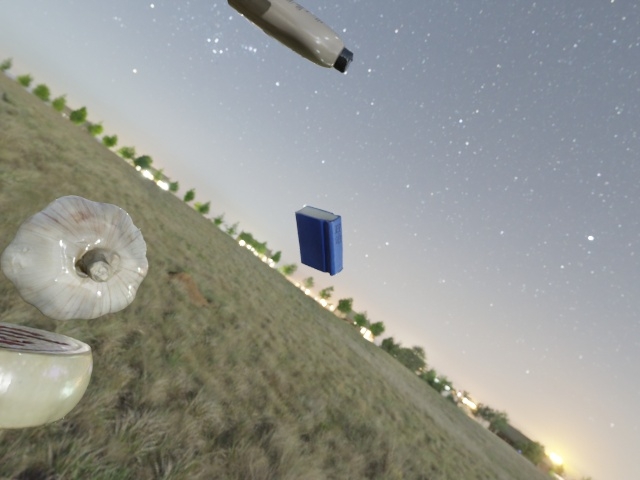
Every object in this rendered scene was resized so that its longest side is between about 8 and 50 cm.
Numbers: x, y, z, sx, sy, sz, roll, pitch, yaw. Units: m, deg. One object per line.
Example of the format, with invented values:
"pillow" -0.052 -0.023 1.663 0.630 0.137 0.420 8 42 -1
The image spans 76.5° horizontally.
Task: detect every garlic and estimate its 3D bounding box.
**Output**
"garlic" -0.343 0.025 0.588 0.199 0.199 0.226 39 -23 -28

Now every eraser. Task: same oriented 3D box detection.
"eraser" 0.000 0.000 0.550 0.063 0.027 0.085 19 -52 34

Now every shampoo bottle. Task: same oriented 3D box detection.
"shampoo bottle" -0.050 -0.407 0.775 0.256 0.078 0.127 31 19 -2

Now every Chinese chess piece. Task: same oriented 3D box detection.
"Chinese chess piece" -0.507 0.199 0.630 0.269 0.112 0.270 14 -12 3
